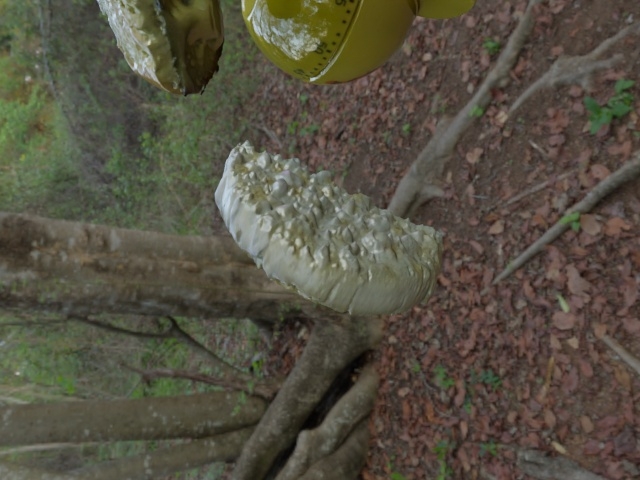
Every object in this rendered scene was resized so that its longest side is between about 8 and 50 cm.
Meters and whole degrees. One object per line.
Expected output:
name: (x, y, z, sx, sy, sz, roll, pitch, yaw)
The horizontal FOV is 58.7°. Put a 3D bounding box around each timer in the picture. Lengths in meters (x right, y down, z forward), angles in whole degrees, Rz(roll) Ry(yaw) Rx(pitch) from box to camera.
timer: (0.054, -0.464, 1.088, 0.376, 0.387, 0.375, -173, 90, -66)

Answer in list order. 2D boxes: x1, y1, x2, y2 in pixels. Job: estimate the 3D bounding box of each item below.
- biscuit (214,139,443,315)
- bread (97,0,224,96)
biscuit: (0.000, 0.000, 0.635, 0.084, 0.281, 0.179, -62, 1, 34)
bread: (-0.232, -0.328, 0.850, 0.262, 0.163, 0.204, -76, -25, -50)
